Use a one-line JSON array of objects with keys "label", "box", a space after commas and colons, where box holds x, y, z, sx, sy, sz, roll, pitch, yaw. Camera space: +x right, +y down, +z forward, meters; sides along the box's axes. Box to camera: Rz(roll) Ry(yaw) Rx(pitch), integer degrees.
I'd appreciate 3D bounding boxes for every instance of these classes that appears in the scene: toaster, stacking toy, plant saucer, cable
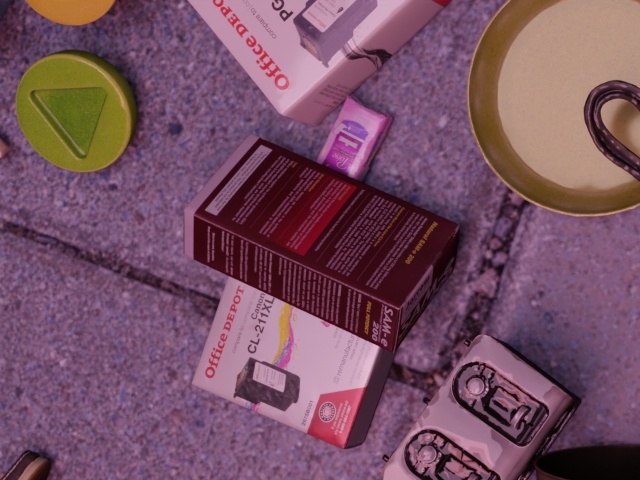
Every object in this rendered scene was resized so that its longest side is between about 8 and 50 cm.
[{"label": "toaster", "box": [0.151, 0.183, 1.676, 0.110, 0.185, 0.168, 36, 92, 13]}, {"label": "stacking toy", "box": [-0.308, -0.220, 1.896, 0.309, 0.130, 0.279, -3, 114, 21]}, {"label": "plant saucer", "box": [0.261, -0.142, 1.712, 0.241, 0.037, 0.241, -1, 88, 19]}, {"label": "cable", "box": [0.337, -0.017, 1.636, 0.139, 0.072, 0.287, -17, 102, 15]}]

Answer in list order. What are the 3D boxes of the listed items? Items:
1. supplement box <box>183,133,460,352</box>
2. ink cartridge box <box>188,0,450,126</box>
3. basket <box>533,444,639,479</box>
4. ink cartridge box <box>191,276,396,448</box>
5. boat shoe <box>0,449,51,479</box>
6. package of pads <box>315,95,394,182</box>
[{"label": "supplement box", "box": [0.000, 0.000, 1.743, 0.239, 0.130, 0.073, 25, 141, 18]}, {"label": "ink cartridge box", "box": [0.010, -0.254, 1.765, 0.237, 0.100, 0.172, -42, 76, 13]}, {"label": "basket", "box": [0.284, 0.315, 1.631, 0.154, 0.204, 0.227, 17, 106, 62]}, {"label": "ink cartridge box", "box": [-0.024, 0.117, 1.781, 0.175, 0.072, 0.127, 21, 96, 17]}, {"label": "boat shoe", "box": [-0.372, 0.301, 1.889, 0.073, 0.080, 0.223, 40, 105, 10]}, {"label": "package of pads", "box": [0.033, -0.098, 1.789, 0.050, 0.032, 0.083, 29, 98, 20]}]
